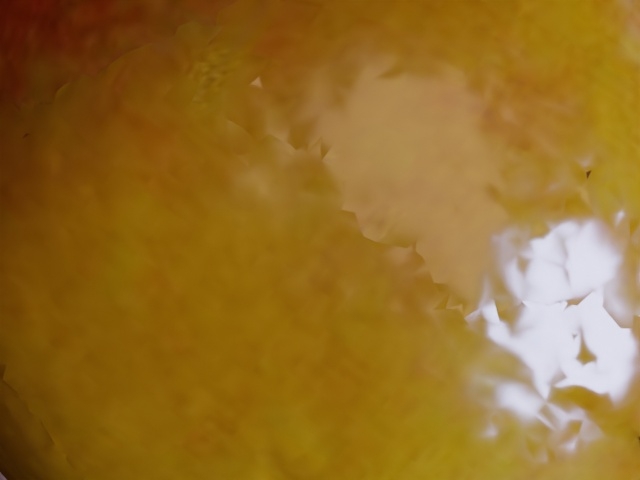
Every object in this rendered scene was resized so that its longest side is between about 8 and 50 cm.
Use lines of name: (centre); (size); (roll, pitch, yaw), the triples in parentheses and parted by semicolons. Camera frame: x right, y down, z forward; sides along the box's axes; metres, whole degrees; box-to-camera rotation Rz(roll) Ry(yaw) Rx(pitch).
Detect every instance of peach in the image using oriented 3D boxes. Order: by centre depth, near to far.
peach: (0.001, -0.002, 0.627); (0.373, 0.372, 0.290); (21, 68, -7)
